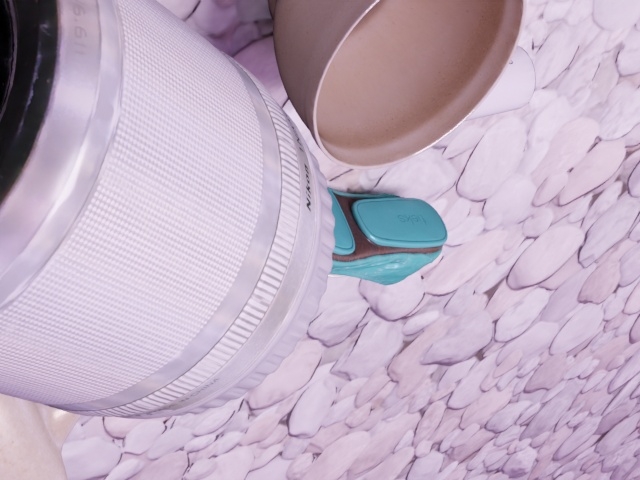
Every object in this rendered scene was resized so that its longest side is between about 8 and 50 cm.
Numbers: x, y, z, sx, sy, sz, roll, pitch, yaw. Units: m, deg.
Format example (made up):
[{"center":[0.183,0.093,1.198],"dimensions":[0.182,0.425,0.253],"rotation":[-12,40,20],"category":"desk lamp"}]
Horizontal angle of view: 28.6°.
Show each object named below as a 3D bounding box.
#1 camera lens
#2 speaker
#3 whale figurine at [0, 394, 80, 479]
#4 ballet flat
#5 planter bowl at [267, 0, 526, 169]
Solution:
[{"center":[-0.140,-0.029,0.648],"dimensions":[0.219,0.219,0.274],"rotation":[-45,148,8],"category":"camera lens"},{"center":[0.097,-0.115,0.949],"dimensions":[0.136,0.055,0.055],"rotation":[-16,141,-35],"category":"speaker"},{"center":[-0.262,0.114,0.818],"dimensions":[0.216,0.141,0.272],"rotation":[-13,115,-37],"category":"whale figurine"},{"center":[0.000,0.000,0.973],"dimensions":[0.087,0.083,0.247],"rotation":[-41,150,29],"category":"ballet flat"},{"center":[0.034,-0.141,0.798],"dimensions":[0.162,0.109,0.162],"rotation":[-27,146,-20],"category":"planter bowl"}]
